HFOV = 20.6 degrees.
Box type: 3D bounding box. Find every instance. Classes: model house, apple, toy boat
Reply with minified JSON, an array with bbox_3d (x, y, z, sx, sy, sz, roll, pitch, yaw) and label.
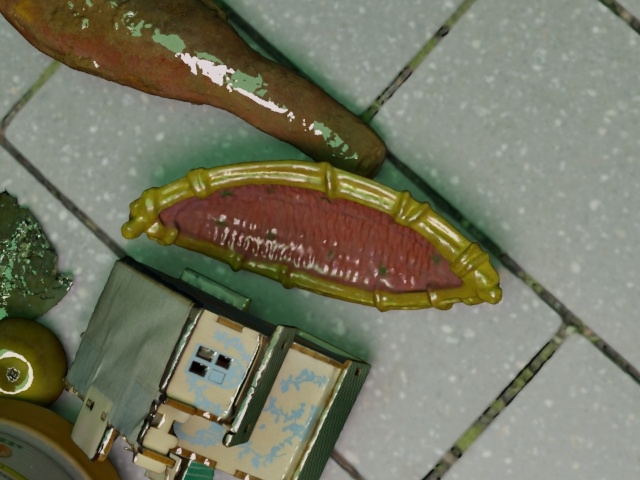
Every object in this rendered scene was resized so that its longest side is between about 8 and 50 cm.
[{"bbox_3d":[-0.074,0.132,1.439,0.206,0.271,0.178,23,87,-24],"label":"model house"},{"bbox_3d":[-0.264,0.112,1.529,0.090,0.074,0.089,-1,94,-8],"label":"apple"},{"bbox_3d":[0.000,-0.005,1.466,0.318,0.141,0.099,11,42,7],"label":"toy boat"}]

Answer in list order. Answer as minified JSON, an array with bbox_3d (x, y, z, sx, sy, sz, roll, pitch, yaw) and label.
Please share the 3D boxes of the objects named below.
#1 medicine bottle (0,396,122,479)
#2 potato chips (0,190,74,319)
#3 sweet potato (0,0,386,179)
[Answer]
[{"bbox_3d":[-0.289,0.271,1.410,0.238,0.232,0.237,2,104,9],"label":"medicine bottle"},{"bbox_3d":[-0.319,0.014,1.574,0.209,0.026,0.142,27,88,12],"label":"potato chips"},{"bbox_3d":[-0.117,-0.161,1.513,0.385,0.109,0.109,24,90,11],"label":"sweet potato"}]
